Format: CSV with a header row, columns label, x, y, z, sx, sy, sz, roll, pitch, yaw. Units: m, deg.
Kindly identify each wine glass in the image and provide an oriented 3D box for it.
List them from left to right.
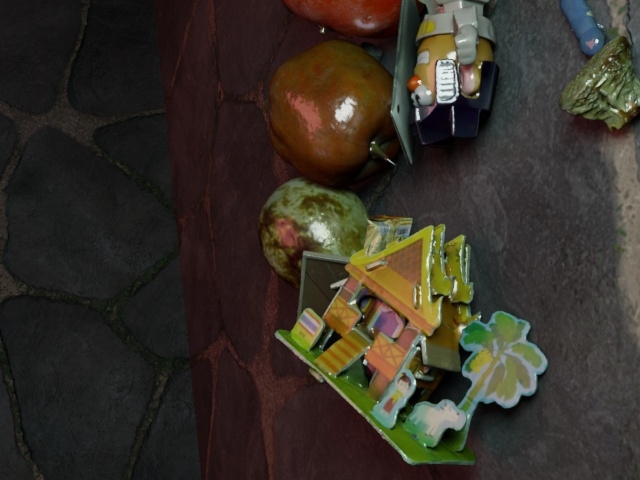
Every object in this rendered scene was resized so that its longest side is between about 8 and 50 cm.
label,x,y,z,sx,sy,sz,roll,pitch,yaw
wine glass,0.071,-0.334,1.467,0.198,0.066,0.066,-62,38,44

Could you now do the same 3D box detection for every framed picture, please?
label,x,y,z,sx,sy,sz,roll,pitch,yaw
framed picture,0.046,0.121,1.342,0.016,0.184,0.250,-80,-4,-45

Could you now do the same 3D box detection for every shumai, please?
label,x,y,z,sx,sy,sz,roll,pitch,yaw
shumai,0.369,-0.191,0.862,0.124,0.087,0.099,-50,-1,-15

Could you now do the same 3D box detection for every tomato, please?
label,x,y,z,sx,sy,sz,roll,pitch,yaw
tomato,0.049,-0.530,1.258,0.325,0.293,0.290,-118,38,-51

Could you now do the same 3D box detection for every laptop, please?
label,x,y,z,sx,sy,sz,roll,pitch,yaw
laptop,0.149,-0.287,1.152,0.187,0.015,0.269,48,-134,-65

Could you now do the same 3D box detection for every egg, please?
label,x,y,z,sx,sy,sz,roll,pitch,yaw
egg,0.000,0.000,1.423,0.289,0.238,0.238,56,141,20

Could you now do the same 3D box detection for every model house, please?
label,x,y,z,sx,sy,sz,roll,pitch,yaw
model house,0.162,0.139,1.077,0.357,0.242,0.313,39,103,41

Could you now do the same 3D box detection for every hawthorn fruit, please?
label,x,y,z,sx,sy,sz,roll,pitch,yaw
hawthorn fruit,0.041,-0.230,1.307,0.301,0.267,0.268,46,131,39

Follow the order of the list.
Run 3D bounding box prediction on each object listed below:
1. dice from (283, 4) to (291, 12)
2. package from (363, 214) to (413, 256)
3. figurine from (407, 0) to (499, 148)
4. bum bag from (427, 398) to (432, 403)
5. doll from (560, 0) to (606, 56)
label,x,y,z,sx,sy,sz,roll,pitch,yaw
dice,-0.013,-0.582,1.568,0.131,0.120,0.128,28,114,59
package,0.126,0.007,1.307,0.031,0.108,0.121,30,117,51
figurine,0.212,-0.291,1.090,0.308,0.143,0.308,-2,-90,-73
bum bag,0.169,0.204,1.265,0.102,0.069,0.248,64,-168,-67
doll,0.358,-0.303,0.936,0.037,0.027,0.125,130,136,-51
